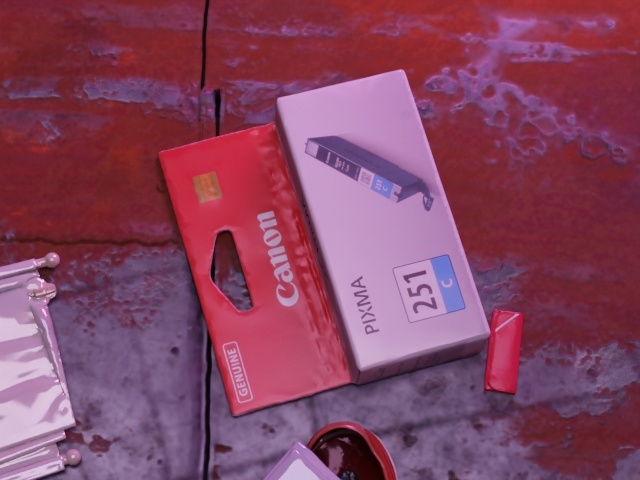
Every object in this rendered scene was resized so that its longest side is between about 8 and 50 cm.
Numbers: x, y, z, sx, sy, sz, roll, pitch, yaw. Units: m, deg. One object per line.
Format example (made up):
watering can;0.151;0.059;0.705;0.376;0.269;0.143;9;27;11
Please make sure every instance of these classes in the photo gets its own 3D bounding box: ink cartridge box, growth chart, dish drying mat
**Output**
ink cartridge box;0.000;0.000;1.959;0.261;0.066;0.296;-15;73;-9
growth chart;-0.324;0.135;1.920;0.172;0.021;0.237;-9;72;-5
dish drying mat;0.183;0.110;1.961;0.032;0.008;0.083;8;71;-1

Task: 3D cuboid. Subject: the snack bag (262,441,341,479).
snack bag;0.008;0.402;1.725;0.342;0.037;0.323;39;80;4

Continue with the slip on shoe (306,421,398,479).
slip on shoe;0.045;0.317;1.813;0.123;0.101;0.331;-15;65;4
